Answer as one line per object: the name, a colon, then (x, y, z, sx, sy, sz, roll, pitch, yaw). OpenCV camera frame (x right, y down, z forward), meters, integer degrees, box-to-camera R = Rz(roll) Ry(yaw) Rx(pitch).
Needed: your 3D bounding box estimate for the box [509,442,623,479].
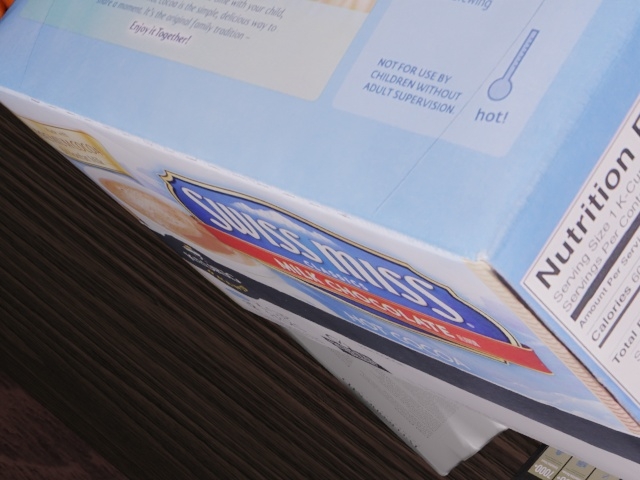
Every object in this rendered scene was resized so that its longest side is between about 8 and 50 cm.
box: (0.232, 0.165, 0.954, 0.180, 0.147, 0.077, 23, 150, 43)

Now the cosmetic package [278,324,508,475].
cosmetic package: (0.000, 0.000, 1.120, 0.377, 0.097, 0.284, 43, 164, 7)

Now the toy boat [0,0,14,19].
toy boat: (-0.234, -0.198, 1.150, 0.151, 0.151, 0.231, 26, 152, 41)

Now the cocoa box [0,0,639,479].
cocoa box: (0.060, -0.071, 0.665, 0.347, 0.231, 0.228, 22, 165, 47)
